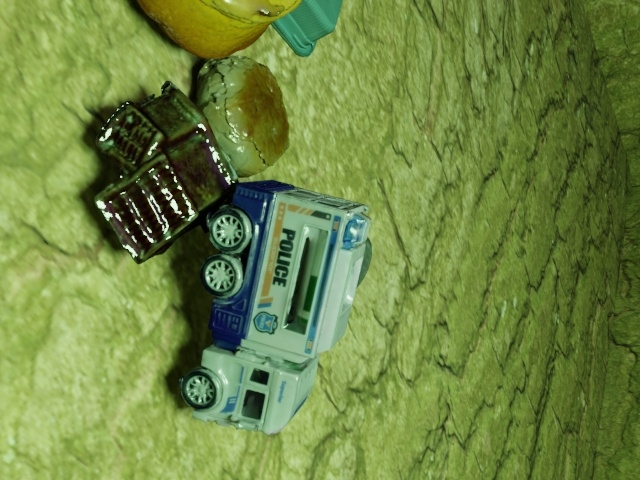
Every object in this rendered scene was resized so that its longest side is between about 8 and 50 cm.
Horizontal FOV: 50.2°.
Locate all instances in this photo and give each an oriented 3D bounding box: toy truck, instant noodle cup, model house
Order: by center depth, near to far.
[{"bbox_3d":[-0.175,-0.061,0.712,0.152,0.106,0.165,-41,105,-43],"label":"model house"},{"bbox_3d":[-0.046,0.077,0.747,0.124,0.155,0.268,-25,128,-73],"label":"toy truck"},{"bbox_3d":[-0.020,-0.377,0.986,0.157,0.070,0.179,43,52,-45],"label":"instant noodle cup"}]

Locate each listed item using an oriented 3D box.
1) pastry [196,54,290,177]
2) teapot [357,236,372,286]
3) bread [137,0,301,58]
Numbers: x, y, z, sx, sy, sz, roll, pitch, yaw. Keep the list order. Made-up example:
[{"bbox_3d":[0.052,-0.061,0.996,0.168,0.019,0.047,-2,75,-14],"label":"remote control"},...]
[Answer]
[{"bbox_3d":[-0.094,-0.152,0.840,0.153,0.081,0.153,16,69,-50],"label":"pastry"},{"bbox_3d":[0.006,0.001,0.943,0.108,0.111,0.149,34,63,-31],"label":"teapot"},{"bbox_3d":[-0.106,-0.334,0.792,0.195,0.142,0.270,47,53,-26],"label":"bread"}]
